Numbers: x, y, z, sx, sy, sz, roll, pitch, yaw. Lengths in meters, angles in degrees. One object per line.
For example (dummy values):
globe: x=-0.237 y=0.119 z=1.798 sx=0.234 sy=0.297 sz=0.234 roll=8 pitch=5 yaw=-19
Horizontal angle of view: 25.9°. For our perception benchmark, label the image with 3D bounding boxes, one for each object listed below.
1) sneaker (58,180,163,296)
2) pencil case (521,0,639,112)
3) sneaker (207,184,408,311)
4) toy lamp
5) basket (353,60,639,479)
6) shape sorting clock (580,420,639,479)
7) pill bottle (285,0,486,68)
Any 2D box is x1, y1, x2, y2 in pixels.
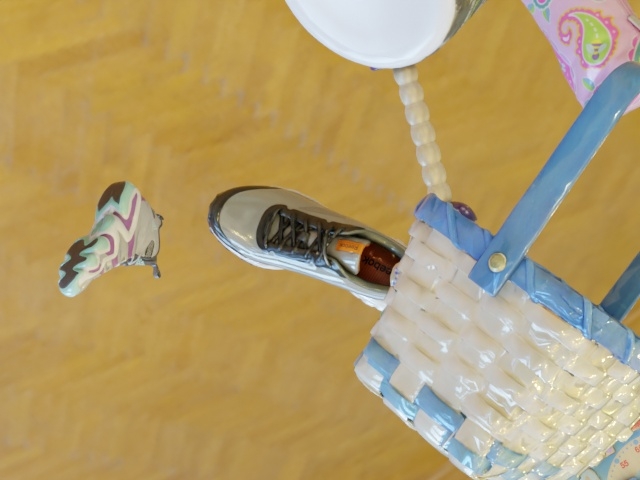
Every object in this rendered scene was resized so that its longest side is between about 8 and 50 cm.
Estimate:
sneaker: x=-0.144 y=0.013 z=1.018 sx=0.069 sy=0.038 sz=0.098 roll=45 pitch=64 yaw=-34
pencil case: x=0.295 y=-0.271 z=1.586 sx=0.124 sy=0.284 sz=0.124 roll=-25 pitch=162 yaw=-9
sneaker: x=0.000 y=0.000 z=1.605 sx=0.108 sy=0.271 sz=0.100 roll=92 pitch=18 yaw=-82
toy lamp: x=0.117 y=-0.146 z=1.674 sx=0.080 sy=0.275 sz=0.080 roll=-16 pitch=-177 yaw=1
basket: x=0.172 y=0.030 z=0.992 sx=0.289 sy=0.201 sz=0.255 roll=-50 pitch=148 yaw=4
shape sorting clock: x=0.337 y=0.243 z=1.366 sx=0.206 sy=0.206 sz=0.040 roll=-35 pitch=163 yaw=0
pill bottle: x=0.084 y=-0.221 z=0.878 sx=0.246 sy=0.130 sz=0.130 roll=-47 pitch=165 yaw=-40
